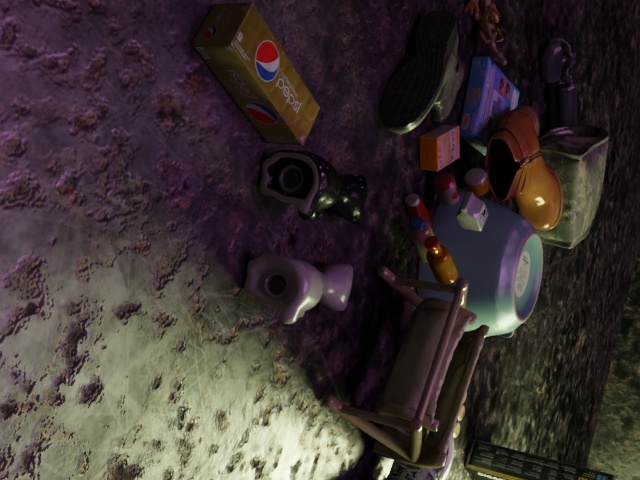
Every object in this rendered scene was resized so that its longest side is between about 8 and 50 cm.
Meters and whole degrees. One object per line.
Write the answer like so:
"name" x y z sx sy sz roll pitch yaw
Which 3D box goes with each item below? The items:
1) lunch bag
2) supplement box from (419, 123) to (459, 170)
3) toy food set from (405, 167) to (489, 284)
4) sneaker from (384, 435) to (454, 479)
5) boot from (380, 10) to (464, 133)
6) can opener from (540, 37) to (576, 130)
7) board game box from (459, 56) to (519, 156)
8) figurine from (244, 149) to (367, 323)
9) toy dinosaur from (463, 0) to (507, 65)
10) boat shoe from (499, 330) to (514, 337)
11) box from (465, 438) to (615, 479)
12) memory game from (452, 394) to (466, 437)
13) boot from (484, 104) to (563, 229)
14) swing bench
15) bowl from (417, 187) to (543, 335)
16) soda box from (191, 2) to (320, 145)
"lunch bag" 0.603 -0.143 1.864 0.287 0.169 0.235 -27 123 -48
"supplement box" 0.214 -0.166 1.363 0.098 0.036 0.062 -33 125 -50
"toy food set" 0.214 -0.051 1.319 0.232 0.111 0.104 -61 143 -24
"sneaker" 0.154 0.419 1.351 0.153 0.101 0.268 32 73 -59
"boot" 0.187 -0.243 1.267 0.246 0.084 0.161 -65 150 -22
"can opener" 0.588 -0.367 1.896 0.093 0.074 0.280 -25 123 -13
"board game box" 0.346 -0.260 1.547 0.211 0.039 0.160 17 83 -57
"figurine" 0.000 0.000 1.026 0.209 0.092 0.214 7 93 -62
"toy dinosaur" 0.315 -0.438 1.455 0.112 0.064 0.211 -4 90 -69
"boat shoe" 0.412 0.145 1.728 0.066 0.066 0.183 -57 141 -36
"box" 0.525 0.584 1.778 0.079 0.322 0.257 -65 146 -26
"memory game" 0.270 0.364 1.608 0.186 0.012 0.186 -20 114 -55
"boot" 0.405 -0.118 1.522 0.220 0.109 0.283 -43 127 -53
"swing bench" 0.163 0.218 1.258 0.254 0.165 0.253 53 53 -50
"bowl" 0.328 0.061 1.484 0.311 0.163 0.311 -23 117 -54
"soda box" -0.070 -0.188 0.886 0.181 0.058 0.061 52 55 -50
